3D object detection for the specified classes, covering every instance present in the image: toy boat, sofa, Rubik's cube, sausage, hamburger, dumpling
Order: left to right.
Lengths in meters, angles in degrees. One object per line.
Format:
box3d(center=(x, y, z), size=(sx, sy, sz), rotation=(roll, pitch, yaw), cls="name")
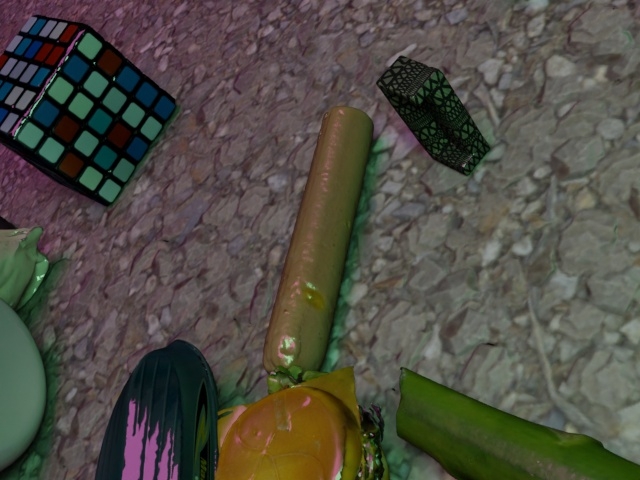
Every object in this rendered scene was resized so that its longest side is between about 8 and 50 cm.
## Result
box3d(center=(-0.440, 0.057, 1.107), size=(0.199, 0.136, 0.118), rotation=(-35, 49, -19), cls="dumpling")
box3d(center=(-0.346, -0.181, 1.167), size=(0.187, 0.184, 0.182), rotation=(21, 75, 47), cls="Rubik's cube")
box3d(center=(-0.134, 0.221, 0.742), size=(0.114, 0.122, 0.296), rotation=(-20, 51, 26), cls="toy boat")
box3d(center=(-0.012, 0.192, 0.685), size=(0.164, 0.093, 0.189), rotation=(-13, 54, 30), cls="hamburger")
box3d(center=(0.001, 0.001, 0.835), size=(0.066, 0.066, 0.301), rotation=(-6, 57, 37), cls="sausage")
box3d(center=(0.107, -0.116, 0.792), size=(0.039, 0.118, 0.060), rotation=(-50, 42, -6), cls="sofa")

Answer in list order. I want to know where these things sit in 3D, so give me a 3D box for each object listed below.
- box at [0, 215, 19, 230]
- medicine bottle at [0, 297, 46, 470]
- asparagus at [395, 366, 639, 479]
box3d(center=(-0.517, 0.062, 1.236), size=(0.201, 0.042, 0.212), rotation=(24, 78, 45), cls="box")
box3d(center=(-0.501, 0.197, 0.975), size=(0.302, 0.241, 0.241), rotation=(-27, 46, 22), cls="medicine bottle")
box3d(center=(0.147, 0.159, 0.602), size=(0.278, 0.060, 0.067), rotation=(14, 81, 45), cls="asparagus")
